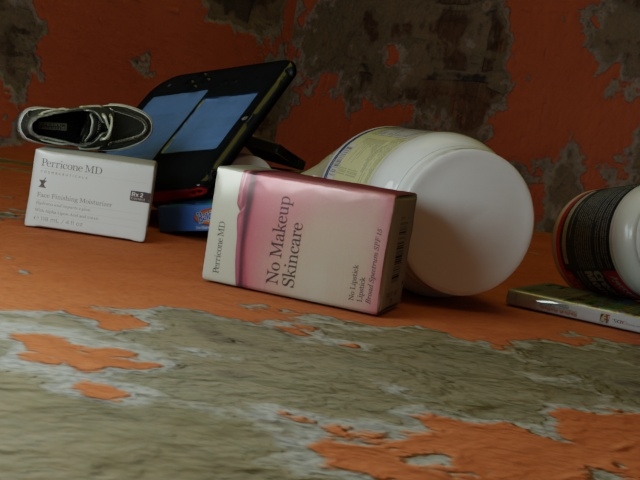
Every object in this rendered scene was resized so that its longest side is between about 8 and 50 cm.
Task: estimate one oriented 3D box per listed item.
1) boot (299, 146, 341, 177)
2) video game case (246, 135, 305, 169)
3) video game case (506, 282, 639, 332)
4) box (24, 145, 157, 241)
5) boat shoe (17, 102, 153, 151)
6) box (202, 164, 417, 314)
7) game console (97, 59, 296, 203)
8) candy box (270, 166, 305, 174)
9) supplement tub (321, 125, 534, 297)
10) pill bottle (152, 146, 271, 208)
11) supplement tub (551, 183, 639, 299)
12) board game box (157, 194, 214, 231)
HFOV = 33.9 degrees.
[{"bbox_3d":[0.042,-0.049,2.029,0.204,0.262,0.095,-26,34,16],"label":"boot"},{"bbox_3d":[-0.150,-0.197,2.191,0.196,0.026,0.274,16,1,10],"label":"video game case"},{"bbox_3d":[0.412,0.100,1.588,0.206,0.026,0.227,12,5,26],"label":"video game case"},{"bbox_3d":[-0.352,-0.076,1.635,0.181,0.119,0.182,8,6,-9],"label":"box"},{"bbox_3d":[-0.358,-0.174,1.645,0.219,0.077,0.070,-5,12,-32],"label":"boat shoe"},{"bbox_3d":[-0.012,-0.005,1.313,0.232,0.148,0.127,10,6,17],"label":"box"},{"bbox_3d":[-0.256,-0.202,1.957,0.342,0.060,0.386,-6,39,37],"label":"game console"},{"bbox_3d":[-0.023,-0.085,2.252,0.317,0.122,0.268,10,4,-7],"label":"candy box"},{"bbox_3d":[0.148,-0.045,1.543,0.236,0.235,0.325,7,6,-18],"label":"supplement tub"},{"bbox_3d":[-0.222,-0.119,2.028,0.169,0.169,0.302,5,6,-39],"label":"pill bottle"},{"bbox_3d":[0.517,0.003,1.698,0.191,0.191,0.272,8,-4,-17],"label":"supplement tub"},{"bbox_3d":[-0.145,-0.049,1.782,0.210,0.047,0.160,-1,9,21],"label":"board game box"}]
